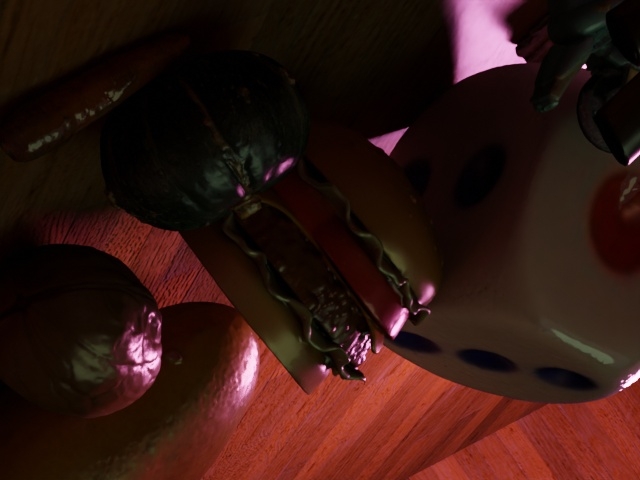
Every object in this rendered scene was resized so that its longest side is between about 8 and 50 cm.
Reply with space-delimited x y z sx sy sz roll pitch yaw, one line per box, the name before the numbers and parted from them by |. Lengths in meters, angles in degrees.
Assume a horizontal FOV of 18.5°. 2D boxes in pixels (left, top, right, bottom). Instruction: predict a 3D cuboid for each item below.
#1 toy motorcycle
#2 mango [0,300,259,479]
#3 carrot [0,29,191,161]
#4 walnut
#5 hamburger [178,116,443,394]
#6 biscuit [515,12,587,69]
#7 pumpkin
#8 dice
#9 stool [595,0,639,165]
toy motorcycle | 0.300 -0.239 1.970 0.109 0.198 0.296 -15 -129 60
mango | -0.252 0.226 2.168 0.445 0.220 0.301 -44 157 -3
carrot | -0.185 -0.127 1.633 0.191 0.047 0.047 -35 164 -19
walnut | -0.235 0.085 1.877 0.167 0.167 0.207 -37 157 6
hamburger | 0.000 0.000 1.928 0.212 0.274 0.274 -37 163 -2
biscuit | 0.324 -0.229 2.257 0.106 0.070 0.252 -45 160 27
pumpkin | -0.099 -0.086 1.703 0.190 0.146 0.190 -12 -177 1
dice | 0.231 -0.004 2.132 0.304 0.277 0.304 -10 -124 57
stool | 0.303 -0.263 1.754 0.226 0.310 0.310 -27 161 -4
